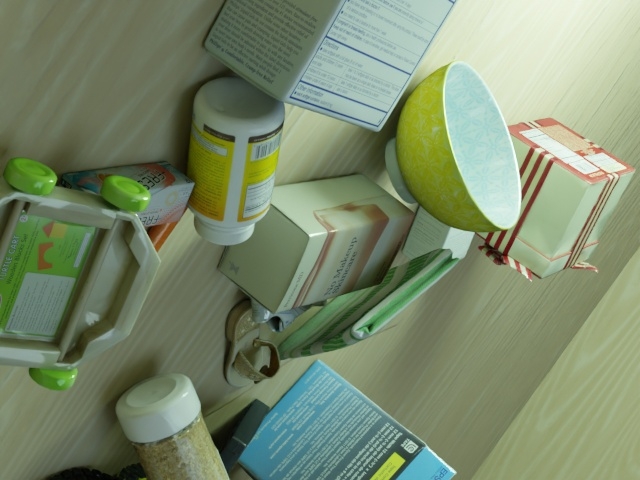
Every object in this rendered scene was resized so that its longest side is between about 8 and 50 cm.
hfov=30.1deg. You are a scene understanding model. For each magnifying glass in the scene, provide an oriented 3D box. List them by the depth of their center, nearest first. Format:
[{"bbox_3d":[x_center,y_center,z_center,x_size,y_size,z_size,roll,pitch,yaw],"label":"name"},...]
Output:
[{"bbox_3d":[-0.255,0.041,1.610,0.231,0.026,0.092,-53,154,4],"label":"magnifying glass"}]

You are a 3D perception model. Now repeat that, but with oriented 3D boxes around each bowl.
[{"bbox_3d":[0.200,-0.136,1.953,0.156,0.289,0.289,-16,169,28],"label":"bowl"}]

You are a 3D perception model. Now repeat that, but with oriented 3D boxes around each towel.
[{"bbox_3d":[0.069,0.111,2.011,0.248,0.038,0.325,-39,-171,-26],"label":"towel"}]

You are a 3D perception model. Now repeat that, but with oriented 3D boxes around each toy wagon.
[{"bbox_3d":[-0.349,0.035,1.330,0.344,0.068,0.267,11,113,-38],"label":"toy wagon"}]

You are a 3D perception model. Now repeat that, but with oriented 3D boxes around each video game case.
[{"bbox_3d":[-0.184,0.409,2.045,0.248,0.035,0.275,-57,178,7],"label":"video game case"}]

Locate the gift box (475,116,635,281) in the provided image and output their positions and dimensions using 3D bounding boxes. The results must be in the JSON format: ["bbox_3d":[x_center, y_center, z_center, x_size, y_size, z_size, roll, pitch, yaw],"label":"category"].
[{"bbox_3d":[0.452,-0.065,2.373,0.255,0.276,0.258,-11,133,-47],"label":"gift box"}]

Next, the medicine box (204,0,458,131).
[{"bbox_3d":[0.037,-0.310,1.513,0.289,0.149,0.263,-60,153,12],"label":"medicine box"}]

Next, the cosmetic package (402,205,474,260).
[{"bbox_3d":[0.248,-0.061,2.245,0.117,0.085,0.231,-22,139,-47],"label":"cosmetic package"}]

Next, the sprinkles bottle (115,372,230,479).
[{"bbox_3d":[-0.197,0.379,1.824,0.121,0.121,0.355,-34,117,-34],"label":"sprinkles bottle"}]

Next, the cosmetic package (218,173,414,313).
[{"bbox_3d":[0.000,0.000,1.856,0.296,0.129,0.153,-13,135,-52],"label":"cosmetic package"}]

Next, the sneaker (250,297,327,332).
[{"bbox_3d":[-0.057,0.109,1.939,0.191,0.071,0.082,8,87,-53],"label":"sneaker"}]

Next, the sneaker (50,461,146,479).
[{"bbox_3d":[-0.338,0.444,1.841,0.146,0.134,0.343,-57,154,8],"label":"sneaker"}]

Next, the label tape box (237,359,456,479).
[{"bbox_3d":[0.045,0.424,2.202,0.249,0.348,0.115,-46,153,-15],"label":"label tape box"}]

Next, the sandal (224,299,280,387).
[{"bbox_3d":[-0.106,0.198,1.982,0.088,0.079,0.240,-39,151,-26],"label":"sandal"}]

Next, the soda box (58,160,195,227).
[{"bbox_3d":[-0.242,-0.052,1.473,0.183,0.058,0.063,-14,134,-53],"label":"soda box"}]

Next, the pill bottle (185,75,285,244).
[{"bbox_3d":[-0.116,-0.099,1.556,0.117,0.117,0.215,-31,146,-38],"label":"pill bottle"}]
